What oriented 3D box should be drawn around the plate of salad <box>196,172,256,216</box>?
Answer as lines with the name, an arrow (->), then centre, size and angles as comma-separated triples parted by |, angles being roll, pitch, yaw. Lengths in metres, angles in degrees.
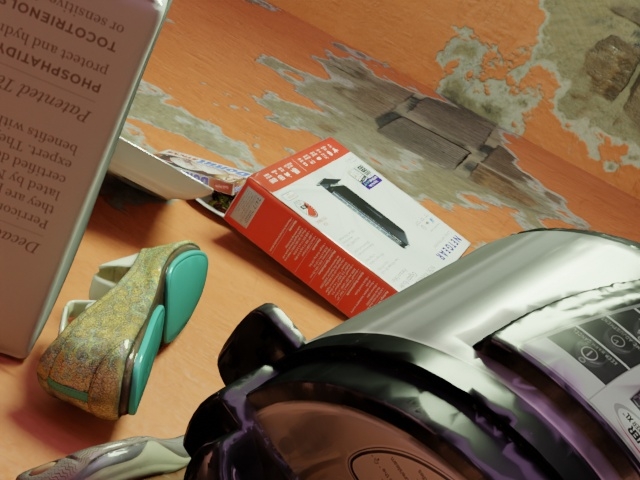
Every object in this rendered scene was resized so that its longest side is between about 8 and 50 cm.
plate of salad -> -0.126, -0.075, 1.614 | 0.200, 0.048, 0.200 | 23, 21, -10

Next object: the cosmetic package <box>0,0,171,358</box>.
cosmetic package -> -0.365, -0.164, 1.059 | 0.327, 0.393, 0.329 | 22, 21, -12

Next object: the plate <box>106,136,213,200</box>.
plate -> -0.299, -0.122, 1.398 | 0.277, 0.045, 0.278 | 29, -5, -18

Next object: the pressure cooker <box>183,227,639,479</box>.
pressure cooker -> 0.118, 0.215, 0.744 | 0.370, 0.375, 0.420 | 11, 25, 41

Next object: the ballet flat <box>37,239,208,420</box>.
ballet flat -> -0.208, 0.076, 1.090 | 0.123, 0.123, 0.348 | 25, 21, -3

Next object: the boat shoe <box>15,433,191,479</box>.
boat shoe -> -0.122, 0.226, 0.855 | 0.324, 0.123, 0.116 | 6, 61, -60

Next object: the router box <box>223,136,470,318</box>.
router box -> 0.054, -0.014, 1.563 | 0.301, 0.082, 0.335 | 38, 25, 8

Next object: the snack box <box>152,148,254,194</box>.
snack box -> -0.187, -0.107, 1.573 | 0.178, 0.022, 0.064 | 17, 24, 28
